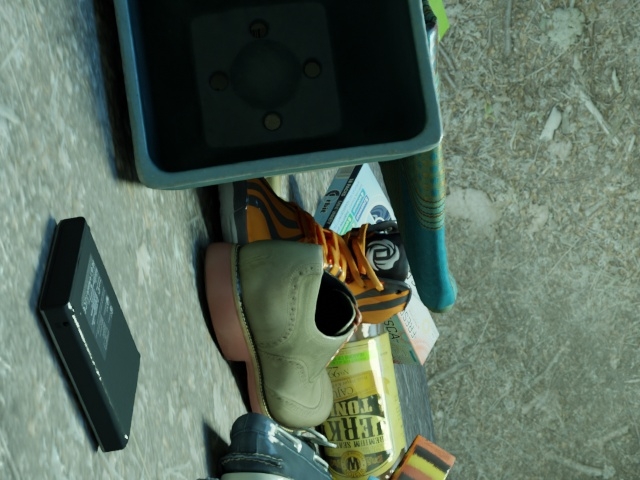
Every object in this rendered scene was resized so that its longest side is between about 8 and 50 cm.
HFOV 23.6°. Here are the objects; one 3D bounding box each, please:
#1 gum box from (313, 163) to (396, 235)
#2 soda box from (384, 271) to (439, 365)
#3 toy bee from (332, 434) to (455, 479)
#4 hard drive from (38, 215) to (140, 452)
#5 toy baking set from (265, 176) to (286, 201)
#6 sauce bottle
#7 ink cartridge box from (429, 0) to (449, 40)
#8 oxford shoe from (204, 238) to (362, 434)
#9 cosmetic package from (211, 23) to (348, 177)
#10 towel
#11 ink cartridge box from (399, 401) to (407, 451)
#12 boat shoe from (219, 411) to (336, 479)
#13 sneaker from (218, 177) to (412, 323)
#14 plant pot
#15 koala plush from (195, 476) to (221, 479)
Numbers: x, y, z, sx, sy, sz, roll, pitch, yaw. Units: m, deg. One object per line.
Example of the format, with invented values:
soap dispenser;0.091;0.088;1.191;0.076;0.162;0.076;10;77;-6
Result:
gum box;0.052;0.011;2.069;0.184;0.041;0.157;58;45;-37
soda box;0.095;0.084;2.045;0.063;0.058;0.183;-58;136;-36
toy bee;0.070;0.369;1.798;0.162;0.195;0.298;-55;153;-43
hard drive;-0.154;0.065;1.044;0.094;0.022;0.135;-90;167;-51
toy baking set;-0.035;0.038;1.880;0.197;0.030;0.256;66;16;-61
sauce bottle;0.058;0.260;1.989;0.111;0.111;0.344;-26;106;-82
ink cartridge box;0.008;-0.294;1.762;0.097;0.255;0.189;-58;166;-4
oxford shoe;-0.017;0.109;1.567;0.348;0.130;0.123;66;17;-61
cosmetic package;-0.031;-0.164;1.684;0.309;0.160;0.113;49;33;-77
towel;0.087;-0.139;1.512;0.370;0.040;0.271;84;-6;-46
ink cartridge box;0.078;0.335;2.120;0.154;0.093;0.212;29;54;-81
boat shoe;-0.036;0.219;1.475;0.254;0.095;0.079;39;53;-65
sneaker;0.000;0.000;1.631;0.321;0.180;0.125;65;17;-62
plant pot;-0.045;-0.168;1.346;0.252;0.247;0.248;121;-40;-85
koala plush;-0.001;0.272;1.174;0.196;0.221;0.203;49;33;-74
